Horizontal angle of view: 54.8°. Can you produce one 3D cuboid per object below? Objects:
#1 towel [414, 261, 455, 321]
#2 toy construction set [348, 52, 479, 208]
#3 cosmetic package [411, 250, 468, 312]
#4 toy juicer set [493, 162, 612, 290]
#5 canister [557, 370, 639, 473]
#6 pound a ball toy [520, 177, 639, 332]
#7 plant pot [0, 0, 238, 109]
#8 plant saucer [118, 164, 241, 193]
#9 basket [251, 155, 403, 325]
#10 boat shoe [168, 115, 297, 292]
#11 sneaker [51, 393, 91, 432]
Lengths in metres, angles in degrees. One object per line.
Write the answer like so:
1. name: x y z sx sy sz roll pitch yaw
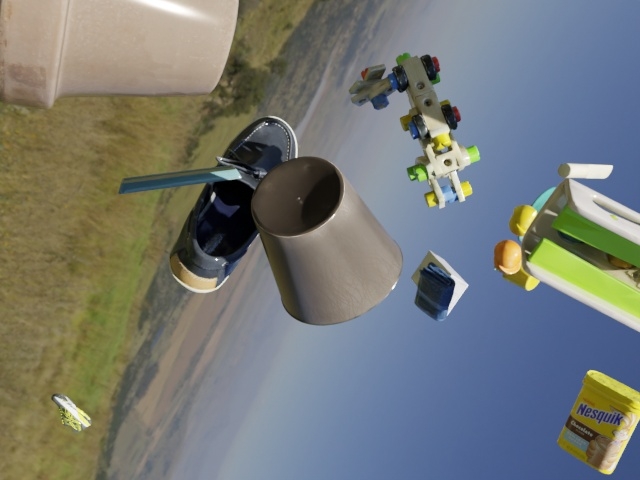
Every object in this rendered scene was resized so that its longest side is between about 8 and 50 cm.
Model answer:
1. towel: 0.197 0.094 1.073 0.029 0.067 0.119 -38 151 -26
2. toy construction set: 0.189 -0.227 1.181 0.151 0.327 0.215 -34 167 1
3. cosmetic package: 0.315 0.110 1.658 0.099 0.060 0.239 -56 -169 10
4. toy juicer set: 0.461 -0.060 1.295 0.209 0.089 0.329 22 103 -47
5. canister: 0.578 0.374 1.272 0.073 0.126 0.170 1 112 -51
6. pound a ball toy: 0.475 0.011 0.855 0.208 0.319 0.136 -65 177 31
7. plant pot: -0.221 -0.260 0.691 0.263 0.229 0.263 -171 -90 -66
8. plant saucer: -0.226 -0.100 0.995 0.067 0.192 0.018 -136 -140 -69
9. basket: 0.000 0.000 0.876 0.204 0.154 0.227 -27 144 2
10. boat shoe: -0.170 -0.107 1.383 0.156 0.187 0.500 -45 -165 55
11. sneaker: -0.434 0.298 1.060 0.035 0.083 0.031 -43 -166 -9
